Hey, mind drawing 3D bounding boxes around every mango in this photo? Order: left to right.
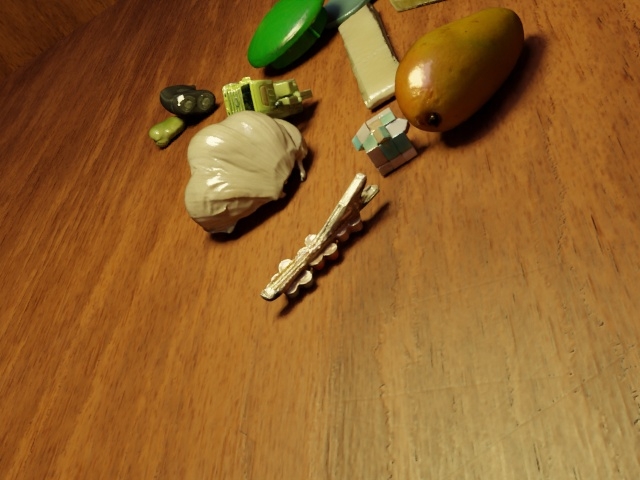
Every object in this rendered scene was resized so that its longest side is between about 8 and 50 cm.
[{"bbox_3d":[0.192,-0.246,1.380,0.139,0.113,0.253,19,54,37],"label":"mango"}]

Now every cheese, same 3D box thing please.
[{"bbox_3d":[0.087,-0.325,1.728,0.085,0.034,0.400,-36,26,13],"label":"cheese"}]

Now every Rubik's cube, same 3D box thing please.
[{"bbox_3d":[0.087,-0.144,1.398,0.075,0.073,0.084,-40,29,-6],"label":"Rubik's cube"}]

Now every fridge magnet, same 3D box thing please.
[{"bbox_3d":[-0.064,-0.420,1.971,0.208,0.088,0.208,-36,29,24],"label":"fridge magnet"}]

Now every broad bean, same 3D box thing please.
[{"bbox_3d":[-0.314,-0.226,2.042,0.063,0.045,0.083,3,40,49],"label":"broad bean"}]

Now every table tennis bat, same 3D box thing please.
[{"bbox_3d":[0.082,-0.485,1.978,0.237,0.038,0.149,-18,34,41],"label":"table tennis bat"}]

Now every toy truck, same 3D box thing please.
[{"bbox_3d":[-0.084,-0.238,1.688,0.100,0.077,0.169,-12,0,29],"label":"toy truck"}]

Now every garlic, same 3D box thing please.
[{"bbox_3d":[-0.125,-0.127,1.559,0.178,0.142,0.229,-7,32,48],"label":"garlic"}]

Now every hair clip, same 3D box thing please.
[{"bbox_3d":[0.003,0.004,1.303,0.062,0.056,0.214,29,78,44],"label":"hair clip"}]

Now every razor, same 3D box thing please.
[{"bbox_3d":[-0.278,-0.288,2.058,0.090,0.054,0.148,-9,17,-23],"label":"razor"}]

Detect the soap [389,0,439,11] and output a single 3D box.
[{"bbox_3d":[0.195,-0.490,1.740,0.233,0.135,0.076,1,46,52],"label":"soap"}]
